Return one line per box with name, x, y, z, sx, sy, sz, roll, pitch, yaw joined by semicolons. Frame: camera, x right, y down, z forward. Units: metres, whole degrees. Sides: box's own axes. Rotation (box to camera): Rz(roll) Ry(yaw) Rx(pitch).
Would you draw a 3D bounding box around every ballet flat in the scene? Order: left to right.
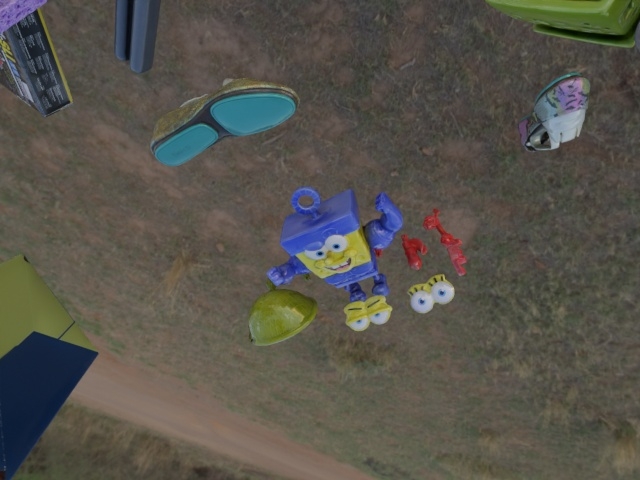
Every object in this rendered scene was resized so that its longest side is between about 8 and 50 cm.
ballet flat;-0.205;-0.262;0.895;0.348;0.123;0.123;-18;134;23
ballet flat;0.368;-0.187;0.696;0.076;0.079;0.221;-11;176;9

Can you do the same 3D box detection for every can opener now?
can opener;-0.283;-0.408;0.719;0.074;0.093;0.280;40;134;5

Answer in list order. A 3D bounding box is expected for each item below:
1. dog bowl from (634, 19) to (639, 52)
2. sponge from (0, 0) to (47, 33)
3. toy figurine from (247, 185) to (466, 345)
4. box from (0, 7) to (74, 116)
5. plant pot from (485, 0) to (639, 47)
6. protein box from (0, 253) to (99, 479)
dog bowl;0.540;-0.321;0.501;0.102;0.349;0.349;39;144;-5
sponge;-0.431;-0.396;0.639;0.117;0.210;0.031;48;173;10
toy figurine;0.000;0.000;0.641;0.362;0.191;0.217;-20;131;20
box;-0.625;-0.436;0.833;0.257;0.079;0.322;33;145;14
plant pot;0.458;-0.459;0.735;0.207;0.227;0.228;7;-156;-42
protein box;-0.344;0.138;0.370;0.201;0.200;0.136;-29;105;-2
